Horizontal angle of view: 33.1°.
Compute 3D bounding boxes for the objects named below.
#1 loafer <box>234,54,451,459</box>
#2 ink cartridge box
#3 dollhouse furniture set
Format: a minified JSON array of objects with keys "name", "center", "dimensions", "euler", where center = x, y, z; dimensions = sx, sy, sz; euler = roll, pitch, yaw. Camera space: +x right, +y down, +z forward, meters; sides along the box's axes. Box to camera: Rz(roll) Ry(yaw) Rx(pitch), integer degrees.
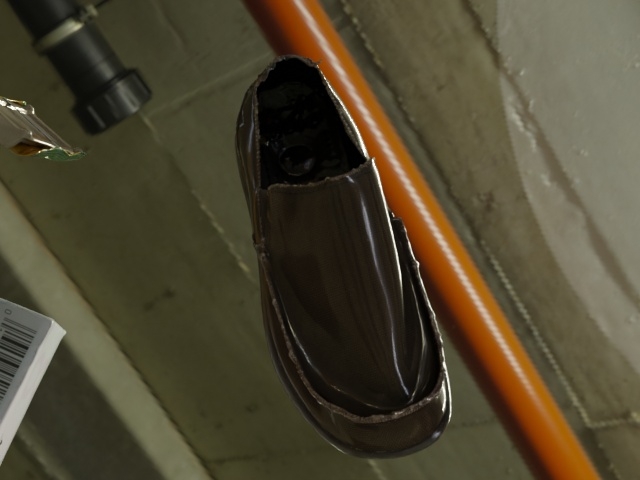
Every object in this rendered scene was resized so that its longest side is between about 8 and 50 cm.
[{"name":"loafer","center":[0.000,0.000,0.865],"dimensions":[0.130,0.133,0.366],"euler":[85,-16,-60]},{"name":"ink cartridge box","center":[-0.259,0.152,0.850],"dimensions":[0.066,0.189,0.232],"euler":[23,-13,3]},{"name":"dollhouse furniture set","center":[-0.237,-0.083,0.709],"dimensions":[0.151,0.076,0.059],"euler":[40,-84,15]}]
